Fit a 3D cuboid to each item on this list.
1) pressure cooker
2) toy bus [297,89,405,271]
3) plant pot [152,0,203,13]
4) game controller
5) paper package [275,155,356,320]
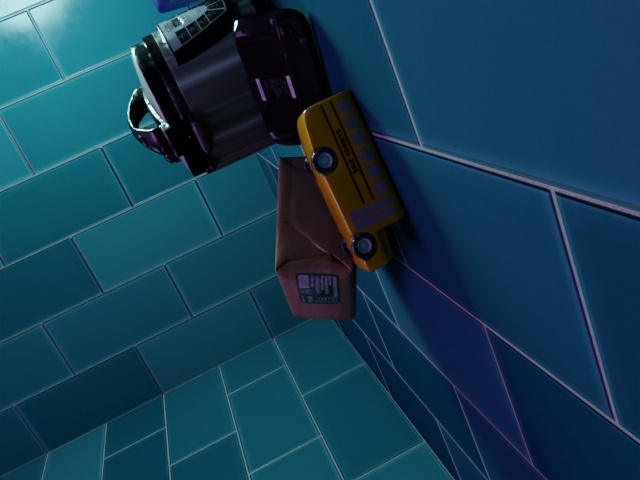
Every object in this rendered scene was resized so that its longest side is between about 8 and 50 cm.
[{"bbox_3d":[-0.269,-0.357,1.566,0.375,0.420,0.370,63,174,5],"label":"pressure cooker"},{"bbox_3d":[0.061,-0.110,1.252,0.332,0.130,0.108,65,171,-6],"label":"toy bus"},{"bbox_3d":[-0.334,-0.727,1.532,0.236,0.236,0.212,63,165,9],"label":"plant pot"},{"bbox_3d":[-0.071,-0.331,1.352,0.166,0.067,0.319,6,137,25],"label":"game controller"},{"bbox_3d":[0.000,0.000,1.507,0.325,0.168,0.309,81,-172,-65],"label":"paper package"}]
